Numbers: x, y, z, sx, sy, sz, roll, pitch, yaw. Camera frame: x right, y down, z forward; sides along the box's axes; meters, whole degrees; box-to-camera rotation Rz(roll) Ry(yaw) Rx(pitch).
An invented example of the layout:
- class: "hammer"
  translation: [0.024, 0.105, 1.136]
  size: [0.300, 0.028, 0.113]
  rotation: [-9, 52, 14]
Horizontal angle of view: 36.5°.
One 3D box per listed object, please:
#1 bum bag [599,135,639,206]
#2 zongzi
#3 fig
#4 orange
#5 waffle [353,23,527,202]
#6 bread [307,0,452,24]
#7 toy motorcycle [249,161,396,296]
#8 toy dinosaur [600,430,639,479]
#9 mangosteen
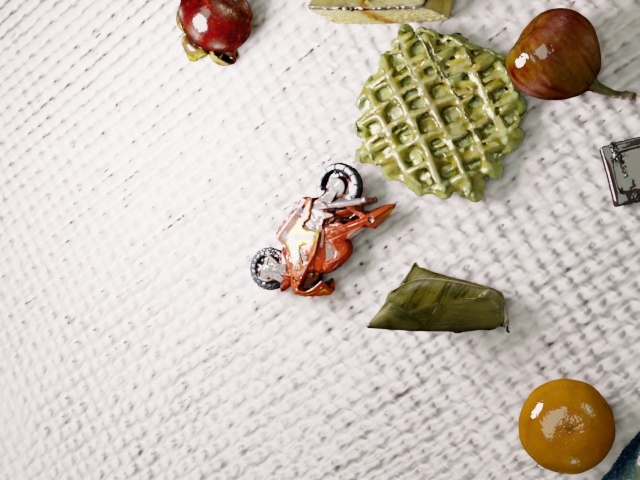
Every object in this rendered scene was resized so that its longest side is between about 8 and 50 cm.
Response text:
- class: "bum bag"
  translation: [0.547, -0.123, 1.588]
  size: [0.159, 0.026, 0.109]
  rotation: [-13, 84, 20]
- class: "zongzi"
  translation: [0.207, 0.126, 1.648]
  size: [0.205, 0.204, 0.094]
  rotation: [14, 113, 24]
- class: "fig"
  translation: [0.398, -0.301, 1.608]
  size: [0.148, 0.202, 0.149]
  rotation: [-25, 58, 40]
- class: "orange"
  translation: [0.404, 0.304, 1.593]
  size: [0.156, 0.124, 0.156]
  rotation: [0, 87, 8]
- class: "waffle"
  translation: [0.207, -0.224, 1.722]
  size: [0.317, 0.073, 0.297]
  rotation: [24, 99, 24]
- class: "bread"
  translation: [0.112, -0.485, 1.738]
  size: [0.240, 0.135, 0.178]
  rotation: [7, 92, 28]
- class: "toy motorcycle"
  translation: [-0.002, -0.001, 1.811]
  size: [0.171, 0.089, 0.298]
  rotation: [45, 107, 18]
- class: "toy dinosaur"
  translation: [0.531, 0.362, 1.556]
  size: [0.147, 0.076, 0.363]
  rotation: [47, 112, 26]
- class: "mangosteen"
  translation: [-0.221, -0.417, 1.892]
  size: [0.181, 0.146, 0.156]
  rotation: [-39, 76, 20]
